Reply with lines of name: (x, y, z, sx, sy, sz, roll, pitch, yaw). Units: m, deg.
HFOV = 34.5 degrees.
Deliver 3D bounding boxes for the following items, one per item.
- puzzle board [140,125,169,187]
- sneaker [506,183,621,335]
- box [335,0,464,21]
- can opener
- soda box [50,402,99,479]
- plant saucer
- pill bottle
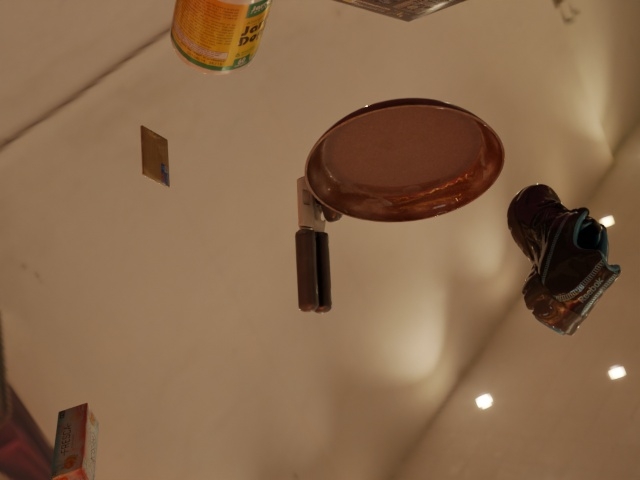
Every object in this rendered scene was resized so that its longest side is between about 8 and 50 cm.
puzzle board: (-0.386, -0.194, 2.397, 0.011, 0.096, 0.128, -17, -114, 25)
sneaker: (0.381, 0.002, 1.580, 0.139, 0.125, 0.340, -50, -159, 28)
box: (0.103, -0.383, 1.470, 0.233, 0.059, 0.183, 6, 170, -37)
can opener: (0.000, 0.000, 2.047, 0.076, 0.283, 0.095, 10, 162, -44)
soda box: (-0.448, 0.382, 1.883, 0.063, 0.058, 0.183, -18, -149, 2)
plant saucer: (0.129, -0.129, 1.608, 0.311, 0.310, 0.050, -17, -123, 22)
pill bottle: (-0.114, -0.307, 1.251, 0.117, 0.117, 0.208, -42, 168, -31)
